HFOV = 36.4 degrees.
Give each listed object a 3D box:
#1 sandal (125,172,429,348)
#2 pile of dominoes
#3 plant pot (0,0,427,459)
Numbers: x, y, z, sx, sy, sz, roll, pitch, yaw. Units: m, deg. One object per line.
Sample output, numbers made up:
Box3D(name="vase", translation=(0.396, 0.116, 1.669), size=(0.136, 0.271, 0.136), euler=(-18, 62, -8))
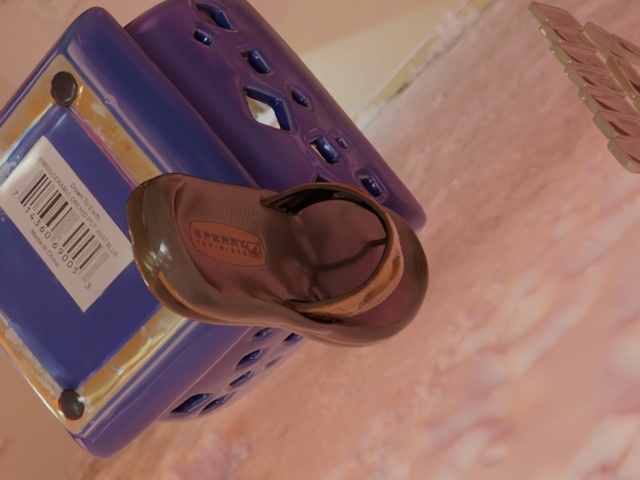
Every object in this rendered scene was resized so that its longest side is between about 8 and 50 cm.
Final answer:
Box3D(name="sandal", translation=(0.000, 0.000, 0.476), size=(0.060, 0.090, 0.219), euler=(-32, -26, 28))
Box3D(name="pile of dominoes", translation=(0.255, -0.092, 0.773), size=(0.040, 0.196, 0.251), euler=(-54, 31, 32))
Box3D(name="plant pot", translation=(-0.106, -0.012, 0.649), size=(0.236, 0.236, 0.212), euler=(-44, -9, 23))
